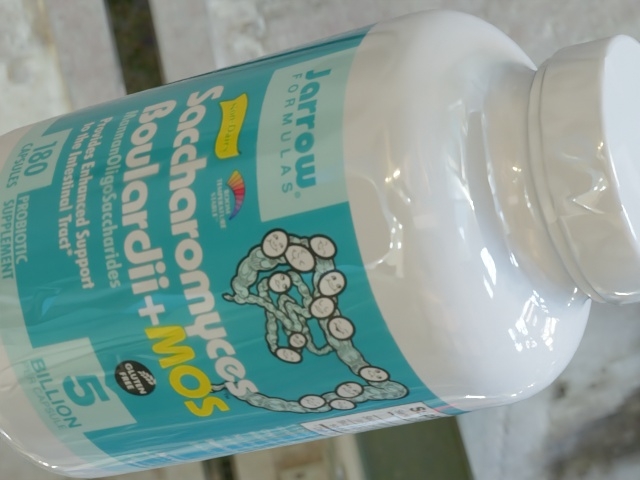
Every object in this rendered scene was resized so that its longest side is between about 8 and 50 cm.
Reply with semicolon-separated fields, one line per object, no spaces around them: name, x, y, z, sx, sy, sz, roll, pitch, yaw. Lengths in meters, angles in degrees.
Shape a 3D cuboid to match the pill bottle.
pill bottle;0.000;0.000;0.681;0.264;0.146;0.146;-14;149;27
